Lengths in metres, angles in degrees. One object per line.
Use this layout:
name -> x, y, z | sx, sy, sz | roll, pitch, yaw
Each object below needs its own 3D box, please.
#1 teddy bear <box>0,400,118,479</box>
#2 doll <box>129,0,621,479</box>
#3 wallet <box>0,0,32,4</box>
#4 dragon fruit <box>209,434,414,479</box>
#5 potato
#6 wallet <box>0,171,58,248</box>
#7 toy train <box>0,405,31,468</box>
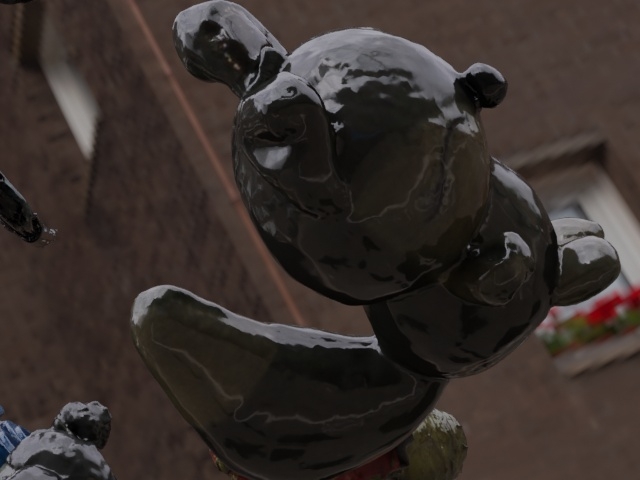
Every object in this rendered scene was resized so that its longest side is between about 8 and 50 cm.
teddy bear -> -0.256, 0.273, 1.627 | 0.251, 0.144, 0.171 | -52, -6, 10
doll -> 0.008, 0.017, 1.412 | 0.382, 0.252, 0.378 | 37, -88, -29
wallet -> -0.154, -0.256, 1.157 | 0.378, 0.197, 0.051 | -20, 14, -29
dragon fruit -> -0.012, 0.191, 1.752 | 0.172, 0.160, 0.166 | -30, -17, -10
potato -> 0.117, 0.290, 2.525 | 0.113, 0.149, 0.251 | -20, -6, 32
wallet -> -0.351, -0.061, 1.939 | 0.045, 0.172, 0.318 | -45, 0, -7
toy train -> -0.400, 0.220, 1.888 | 0.188, 0.265, 0.300 | -44, -1, -3
